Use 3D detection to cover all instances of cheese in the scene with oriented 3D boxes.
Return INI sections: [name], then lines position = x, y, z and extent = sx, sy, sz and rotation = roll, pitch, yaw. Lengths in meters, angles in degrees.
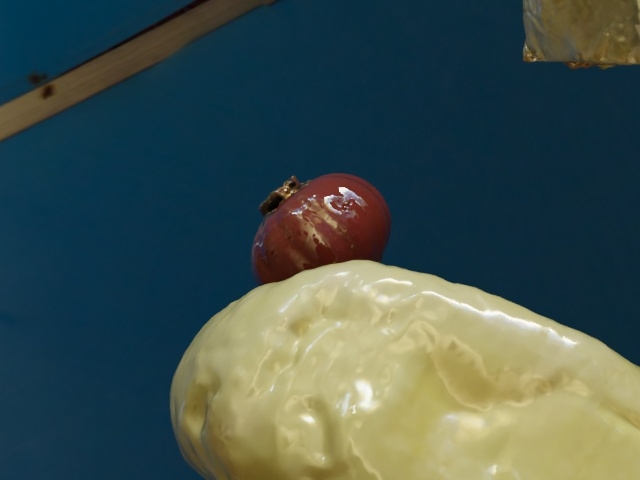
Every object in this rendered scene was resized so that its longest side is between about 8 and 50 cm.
[cheese]
position = 0.048, 0.096, 0.508
extent = 0.226, 0.214, 0.117
rotation = 23, -107, 11

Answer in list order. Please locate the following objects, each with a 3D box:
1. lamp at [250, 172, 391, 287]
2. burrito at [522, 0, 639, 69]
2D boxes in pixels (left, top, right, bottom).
[lamp]
position = 0.000, 0.000, 0.776
extent = 0.101, 0.101, 0.090
rotation = -39, -90, 17
[burrito]
position = 0.181, -0.254, 0.752
extent = 0.143, 0.105, 0.299
rotation = -5, -81, 22
